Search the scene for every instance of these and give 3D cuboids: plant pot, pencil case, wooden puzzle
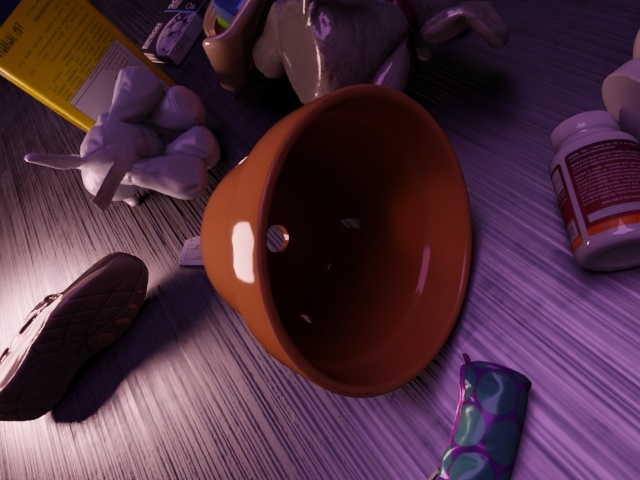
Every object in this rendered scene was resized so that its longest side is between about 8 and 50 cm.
[{"bbox_3d":[0.000,0.000,0.497,0.203,0.290,0.291,1,65,49],"label":"plant pot"},{"bbox_3d":[0.147,0.191,0.425,0.070,0.064,0.152,20,75,11],"label":"pencil case"},{"bbox_3d":[-0.077,-0.426,0.744,0.348,0.080,0.322,-52,10,2],"label":"wooden puzzle"}]

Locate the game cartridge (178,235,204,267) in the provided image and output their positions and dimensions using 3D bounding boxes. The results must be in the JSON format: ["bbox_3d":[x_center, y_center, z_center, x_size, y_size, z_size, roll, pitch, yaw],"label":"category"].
[{"bbox_3d":[-0.200,0.019,0.758,0.083,0.017,0.056,-1,69,31],"label":"game cartridge"}]

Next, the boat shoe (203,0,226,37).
[{"bbox_3d":[-0.122,-0.510,0.928,0.285,0.104,0.089,-42,49,5],"label":"boat shoe"}]

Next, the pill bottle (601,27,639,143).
[{"bbox_3d":[0.413,-0.200,0.416,0.264,0.146,0.146,-35,53,11],"label":"pill bottle"}]

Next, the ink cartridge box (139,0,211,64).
[{"bbox_3d":[-0.373,-0.542,1.137,0.208,0.045,0.206,22,79,38],"label":"ink cartridge box"}]

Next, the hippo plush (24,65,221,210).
[{"bbox_3d":[-0.337,-0.138,0.839,0.236,0.234,0.294,-26,32,55],"label":"hippo plush"}]

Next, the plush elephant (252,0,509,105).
[{"bbox_3d":[0.076,-0.276,0.596,0.255,0.330,0.272,-21,74,-19],"label":"plush elephant"}]

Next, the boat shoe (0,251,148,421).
[{"bbox_3d":[-0.445,0.145,0.768,0.355,0.132,0.130,-47,52,1],"label":"boat shoe"}]

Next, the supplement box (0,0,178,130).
[{"bbox_3d":[-0.498,-0.354,0.913,0.195,0.356,0.194,27,81,38],"label":"supplement box"}]

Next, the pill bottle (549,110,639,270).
[{"bbox_3d":[0.286,-0.053,0.454,0.086,0.086,0.152,-14,60,25],"label":"pill bottle"}]
